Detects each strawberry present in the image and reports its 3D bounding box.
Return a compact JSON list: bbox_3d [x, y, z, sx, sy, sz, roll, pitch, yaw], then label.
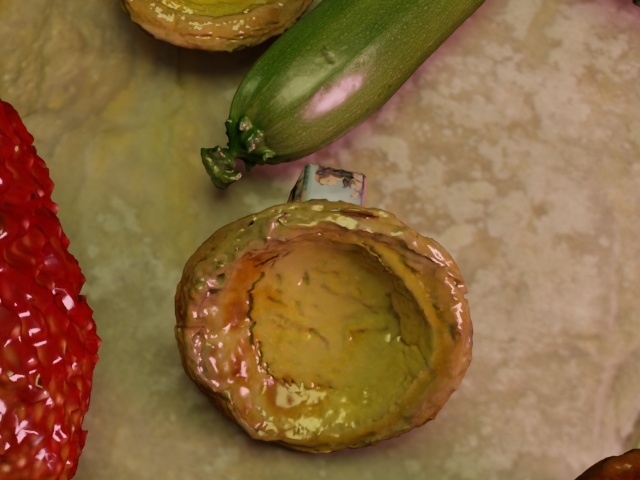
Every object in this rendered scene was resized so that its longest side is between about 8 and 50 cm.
[{"bbox_3d":[-0.307,0.029,0.994,0.292,0.292,0.343,-13,75,-14],"label":"strawberry"}]

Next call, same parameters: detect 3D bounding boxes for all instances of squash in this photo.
[{"bbox_3d":[0.041,-0.169,1.230,0.101,0.101,0.378,40,63,15],"label":"squash"}]

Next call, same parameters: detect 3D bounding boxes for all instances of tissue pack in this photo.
[{"bbox_3d":[0.000,0.000,1.143,0.058,0.074,0.094,13,58,-7],"label":"tissue pack"}]

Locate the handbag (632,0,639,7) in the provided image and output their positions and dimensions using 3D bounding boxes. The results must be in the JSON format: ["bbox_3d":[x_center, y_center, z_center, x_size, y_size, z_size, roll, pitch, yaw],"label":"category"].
[{"bbox_3d":[0.295,-0.309,1.299,0.254,0.181,0.181,37,55,15],"label":"handbag"}]

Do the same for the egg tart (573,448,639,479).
[{"bbox_3d":[0.208,0.230,0.977,0.202,0.147,0.203,5,48,-6],"label":"egg tart"}]

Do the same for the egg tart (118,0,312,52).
[{"bbox_3d":[-0.090,-0.225,1.258,0.191,0.074,0.191,4,59,-6],"label":"egg tart"}]

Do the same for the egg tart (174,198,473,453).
[{"bbox_3d":[0.001,0.055,1.058,0.212,0.213,0.090,9,28,-2],"label":"egg tart"}]
